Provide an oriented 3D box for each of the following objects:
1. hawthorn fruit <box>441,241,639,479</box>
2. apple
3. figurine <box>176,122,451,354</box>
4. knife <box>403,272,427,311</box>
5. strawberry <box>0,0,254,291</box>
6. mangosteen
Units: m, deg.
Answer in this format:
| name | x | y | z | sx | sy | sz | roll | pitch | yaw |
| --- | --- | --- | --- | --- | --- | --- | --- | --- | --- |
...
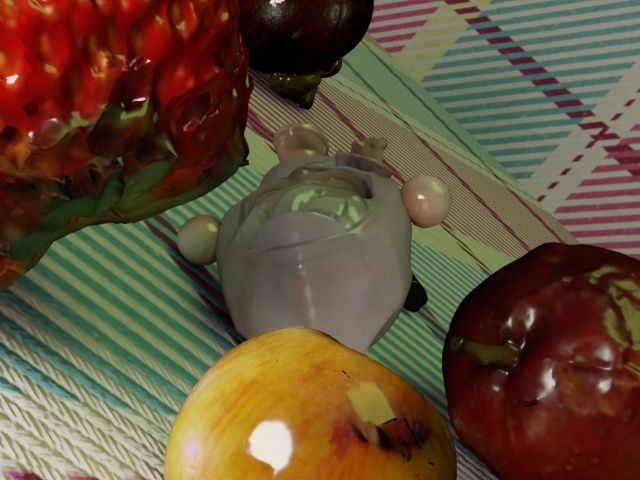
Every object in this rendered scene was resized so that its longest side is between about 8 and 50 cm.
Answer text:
| name | x | y | z | sx | sy | sz | roll | pitch | yaw |
| --- | --- | --- | --- | --- | --- | --- | --- | --- | --- |
| hawthorn fruit | 0.188 | 0.111 | 1.050 | 0.266 | 0.210 | 0.230 | 9 | 46 | -43 |
| apple | 0.000 | 0.109 | 0.638 | 0.146 | 0.146 | 0.146 | 39 | 13 | -11 |
| figurine | 0.000 | 0.001 | 0.966 | 0.276 | 0.200 | 0.133 | -79 | 159 | -69 |
| knife | 0.074 | 0.021 | 1.392 | 0.060 | 0.028 | 0.230 | 49 | 6 | -27 |
| strawberry | -0.173 | -0.124 | 0.630 | 0.250 | 0.238 | 0.288 | -108 | 173 | -84 |
| mangosteen | -0.039 | -0.294 | 1.730 | 0.216 | 0.216 | 0.216 | 39 | 13 | -11 |
